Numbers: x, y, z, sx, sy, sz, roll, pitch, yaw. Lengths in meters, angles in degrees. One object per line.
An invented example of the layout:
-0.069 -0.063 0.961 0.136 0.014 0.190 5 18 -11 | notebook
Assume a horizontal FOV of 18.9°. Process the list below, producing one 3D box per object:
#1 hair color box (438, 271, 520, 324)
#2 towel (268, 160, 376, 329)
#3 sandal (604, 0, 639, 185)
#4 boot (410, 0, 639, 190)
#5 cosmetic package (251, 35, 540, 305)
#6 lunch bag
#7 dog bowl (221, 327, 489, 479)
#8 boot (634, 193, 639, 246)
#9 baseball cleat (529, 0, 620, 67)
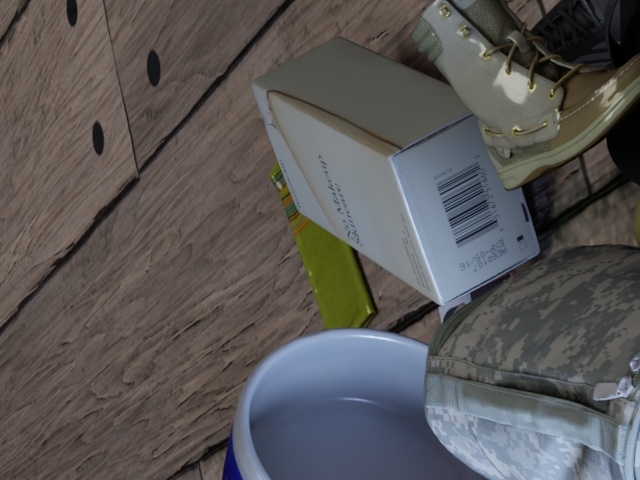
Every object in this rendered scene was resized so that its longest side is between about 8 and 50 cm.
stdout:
0.163 0.076 1.745 0.141 0.043 0.072 -33 66 62 | hair color box
0.000 0.000 2.088 0.102 0.021 0.237 -58 45 53 | towel
0.252 -0.142 1.442 0.097 0.054 0.254 30 137 39 | sandal
0.159 -0.138 1.465 0.165 0.077 0.213 56 153 0 | boot
0.063 -0.072 1.776 0.309 0.113 0.160 31 146 61 | cosmetic package
0.242 0.113 1.340 0.305 0.256 0.213 7 98 63 | lunch bag
0.045 0.209 1.762 0.104 0.265 0.265 105 147 -41 | dog bowl
0.369 -0.007 1.214 0.269 0.236 0.089 24 138 35 | boot
0.197 -0.158 1.553 0.072 0.109 0.206 62 154 13 | baseball cleat
